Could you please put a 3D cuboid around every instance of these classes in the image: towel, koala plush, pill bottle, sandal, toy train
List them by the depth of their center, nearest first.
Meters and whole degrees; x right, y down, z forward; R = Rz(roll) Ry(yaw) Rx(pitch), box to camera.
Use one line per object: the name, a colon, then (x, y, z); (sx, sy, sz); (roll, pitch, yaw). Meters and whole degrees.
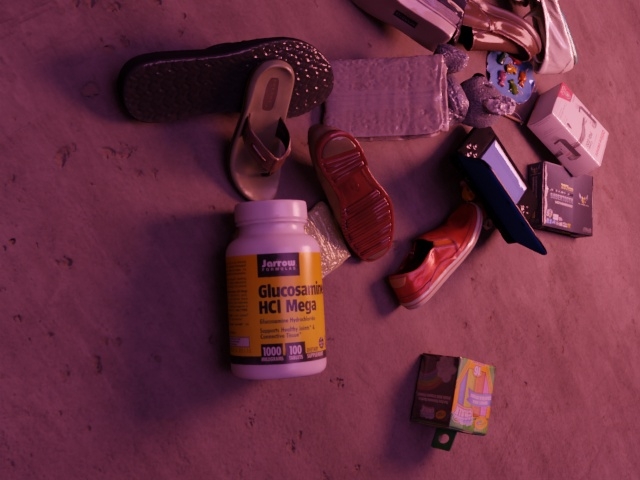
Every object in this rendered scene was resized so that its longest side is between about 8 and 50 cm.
pill bottle: (-0.089, 0.093, 1.436); (0.188, 0.188, 0.334); (-2, 86, -36)
sandal: (-0.178, -0.329, 1.445); (0.445, 0.107, 0.168); (-8, 129, -28)
sandal: (-0.108, -0.203, 1.449); (0.120, 0.086, 0.303); (-11, 128, -32)
towel: (0.000, 0.000, 1.608); (0.110, 0.027, 0.148); (-35, 107, -32)
towel: (0.143, -0.316, 1.639); (0.282, 0.049, 0.187); (-1, 84, 5)
koala plush: (0.339, -0.330, 1.757); (0.221, 0.196, 0.203); (12, 86, -12)
toy train: (0.422, -0.112, 1.911); (0.125, 0.046, 0.166); (-3, 87, -36)

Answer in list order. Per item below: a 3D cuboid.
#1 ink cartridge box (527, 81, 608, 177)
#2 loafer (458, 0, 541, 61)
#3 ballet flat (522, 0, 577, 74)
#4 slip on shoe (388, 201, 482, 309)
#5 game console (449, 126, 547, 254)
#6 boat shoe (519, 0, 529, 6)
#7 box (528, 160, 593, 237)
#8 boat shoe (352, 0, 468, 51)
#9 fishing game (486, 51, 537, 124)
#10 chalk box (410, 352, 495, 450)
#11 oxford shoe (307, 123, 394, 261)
ink cartridge box: (0.697, -0.309, 2.066); (0.218, 0.092, 0.159); (43, 51, -16)
loafer: (0.407, -0.543, 1.905); (0.365, 0.134, 0.130); (22, 91, -21)
ballet flat: (0.582, -0.632, 1.979); (0.139, 0.139, 0.400); (-33, 112, -33)
slip on shoe: (0.278, 0.017, 1.758); (0.101, 0.123, 0.331); (50, 65, -17)
game console: (0.473, -0.137, 1.819); (0.293, 0.173, 0.250); (52, 57, -18)
boat shoe: (0.584, -0.692, 2.073); (0.226, 0.083, 0.076); (6, 93, -23)
box: (0.684, -0.113, 2.093); (0.232, 0.059, 0.183); (10, 79, -35)
boat shoe: (0.196, -0.593, 1.720); (0.340, 0.127, 0.158); (33, 68, -15)
fishing game: (0.534, -0.462, 2.030); (0.189, 0.041, 0.264); (17, 76, -31)
chalk box: (0.309, 0.385, 1.732); (0.132, 0.132, 0.213); (20, 76, -33)
oxford shoe: (0.068, -0.108, 1.614); (0.123, 0.130, 0.348); (-27, 124, -9)
